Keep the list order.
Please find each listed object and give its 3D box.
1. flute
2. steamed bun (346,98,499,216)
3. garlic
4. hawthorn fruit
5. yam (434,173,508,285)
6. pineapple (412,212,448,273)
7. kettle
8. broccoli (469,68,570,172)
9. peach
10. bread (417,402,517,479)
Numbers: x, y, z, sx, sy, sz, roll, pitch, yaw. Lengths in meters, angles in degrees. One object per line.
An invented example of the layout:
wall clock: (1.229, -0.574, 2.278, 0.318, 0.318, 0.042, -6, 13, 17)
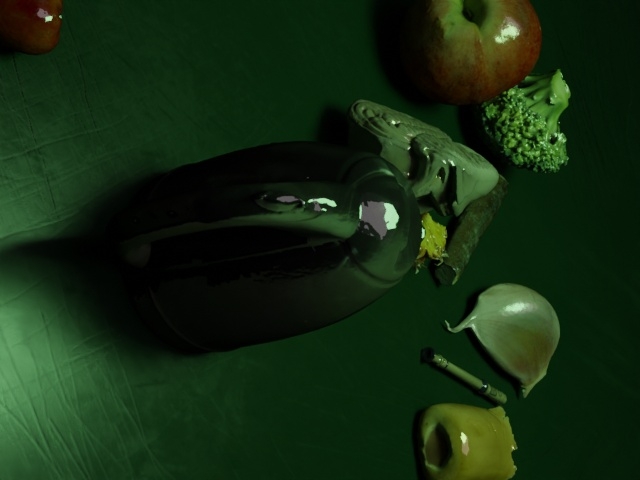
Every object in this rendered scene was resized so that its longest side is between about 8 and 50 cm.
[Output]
flute: (0.242, 0.226, 1.551, 0.233, 0.027, 0.027, 33, 56, -40)
steamed bun: (0.134, -0.098, 1.402, 0.218, 0.211, 0.144, 7, 116, -50)
garlic: (0.319, 0.137, 1.630, 0.266, 0.128, 0.148, 33, 43, -28)
hawthorn fruit: (-0.318, -0.238, 0.984, 0.093, 0.081, 0.081, 5, 74, -19)
yam: (0.259, -0.026, 1.620, 0.061, 0.061, 0.274, 57, 44, -22)
pineapple: (0.147, -0.010, 1.485, 0.137, 0.069, 0.116, -24, 93, -59)
kettle: (-0.063, -0.009, 1.019, 0.321, 0.324, 0.228, 13, 70, -48)
broccoli: (0.363, -0.239, 1.713, 0.198, 0.176, 0.226, 25, 76, -49)
peach: (0.244, -0.329, 1.569, 0.257, 0.232, 0.232, 68, 23, -70)
bread: (0.228, 0.319, 1.461, 0.173, 0.085, 0.134, 12, 71, -48)
